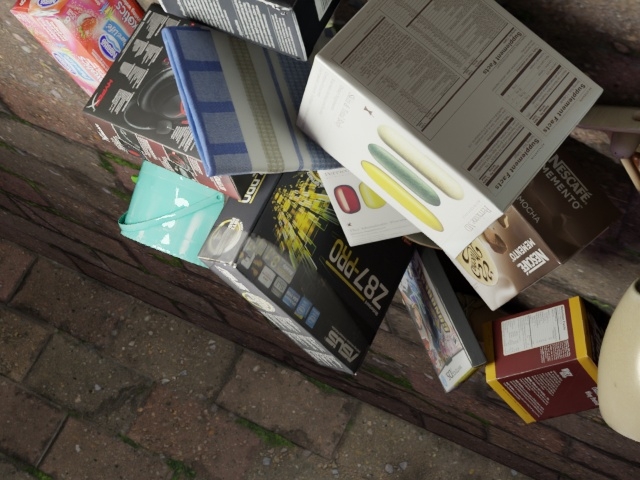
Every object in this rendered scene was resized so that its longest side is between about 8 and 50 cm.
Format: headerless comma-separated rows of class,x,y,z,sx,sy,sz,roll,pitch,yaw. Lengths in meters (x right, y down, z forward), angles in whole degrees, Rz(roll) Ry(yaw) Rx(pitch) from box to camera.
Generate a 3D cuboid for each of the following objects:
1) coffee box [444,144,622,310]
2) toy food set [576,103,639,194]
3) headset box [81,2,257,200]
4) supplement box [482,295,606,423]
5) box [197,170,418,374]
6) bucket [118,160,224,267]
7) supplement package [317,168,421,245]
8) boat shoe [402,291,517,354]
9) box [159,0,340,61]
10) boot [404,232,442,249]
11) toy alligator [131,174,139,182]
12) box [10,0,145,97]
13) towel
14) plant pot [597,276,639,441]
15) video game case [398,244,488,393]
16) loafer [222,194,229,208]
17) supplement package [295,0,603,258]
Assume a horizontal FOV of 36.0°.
coffee box,0.284,-0.024,1.425,0.168,0.119,0.297,52,164,7
toy food set,0.460,-0.053,1.209,0.219,0.092,0.306,11,156,43
headset box,-0.179,-0.210,1.519,0.293,0.218,0.110,22,163,17
supplement box,0.434,0.227,1.835,0.194,0.129,0.191,-20,137,27
box,0.000,0.000,1.671,0.097,0.318,0.395,11,155,41
bucket,-0.268,-0.056,2.020,0.281,0.183,0.281,21,177,1
supplement package,0.076,-0.113,1.465,0.139,0.134,0.244,-13,152,8
boat shoe,0.292,0.159,2.027,0.302,0.109,0.098,16,160,49
box,-0.079,-0.327,1.157,0.207,0.153,0.108,24,162,18
boot,0.207,-0.027,1.653,0.305,0.112,0.115,26,173,1
toy alligator,-0.353,-0.119,2.309,0.189,0.056,0.051,29,122,-3
box,-0.360,-0.331,1.600,0.122,0.128,0.257,16,159,32
towel,-0.055,-0.180,1.249,0.285,0.209,0.034,-9,164,-40
plant pot,0.535,0.145,1.436,0.284,0.284,0.191,5,116,51
video game case,0.225,0.146,1.921,0.248,0.035,0.275,103,145,-70
loafer,-0.072,-0.077,1.765,0.130,0.134,0.366,9,-170,16
supplement package,0.140,-0.154,1.154,0.262,0.198,0.199,40,163,4
